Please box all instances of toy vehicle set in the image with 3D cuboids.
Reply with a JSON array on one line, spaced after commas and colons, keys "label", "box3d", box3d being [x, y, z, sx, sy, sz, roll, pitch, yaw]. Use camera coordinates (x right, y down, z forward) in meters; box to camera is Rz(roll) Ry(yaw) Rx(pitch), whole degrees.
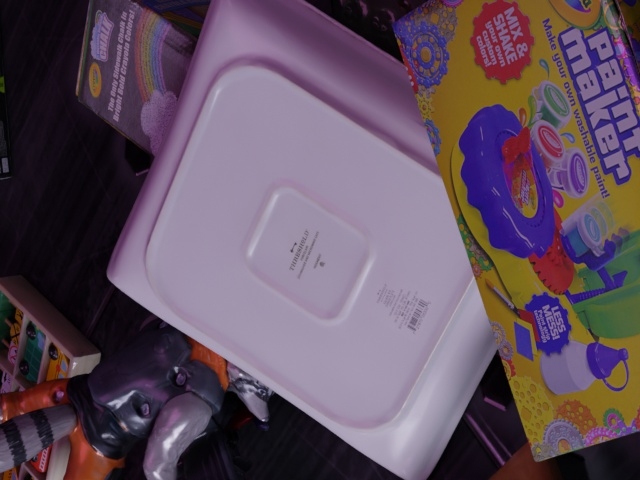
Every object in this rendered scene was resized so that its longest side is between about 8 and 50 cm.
[{"label": "toy vehicle set", "box3d": [-0.325, 0.193, 2.020, 0.166, 0.035, 0.267, 38, 124, 38]}]

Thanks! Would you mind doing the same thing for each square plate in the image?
[{"label": "square plate", "box3d": [0.000, 0.000, 1.496, 0.344, 0.049, 0.347, 34, 125, 12]}]

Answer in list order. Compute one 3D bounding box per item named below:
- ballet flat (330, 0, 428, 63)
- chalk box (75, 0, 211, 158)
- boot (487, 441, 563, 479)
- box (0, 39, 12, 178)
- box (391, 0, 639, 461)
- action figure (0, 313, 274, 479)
[{"label": "ballet flat", "box3d": [0.028, -0.234, 1.515, 0.084, 0.058, 0.250, -31, 77, 11]}, {"label": "chalk box", "box3d": [-0.129, -0.168, 1.647, 0.213, 0.132, 0.132, 38, 126, 39]}, {"label": "boot", "box3d": [0.209, 0.261, 1.298, 0.264, 0.096, 0.280, -53, 40, 35]}, {"label": "box", "box3d": [-0.394, -0.172, 2.021, 0.114, 0.036, 0.207, 6, 102, 49]}, {"label": "box", "box3d": [0.238, -0.046, 1.136, 0.177, 0.279, 0.290, -27, 77, 48]}, {"label": "action figure", "box3d": [-0.168, 0.190, 1.646, 0.341, 0.330, 0.178, 58, 178, 39]}]
